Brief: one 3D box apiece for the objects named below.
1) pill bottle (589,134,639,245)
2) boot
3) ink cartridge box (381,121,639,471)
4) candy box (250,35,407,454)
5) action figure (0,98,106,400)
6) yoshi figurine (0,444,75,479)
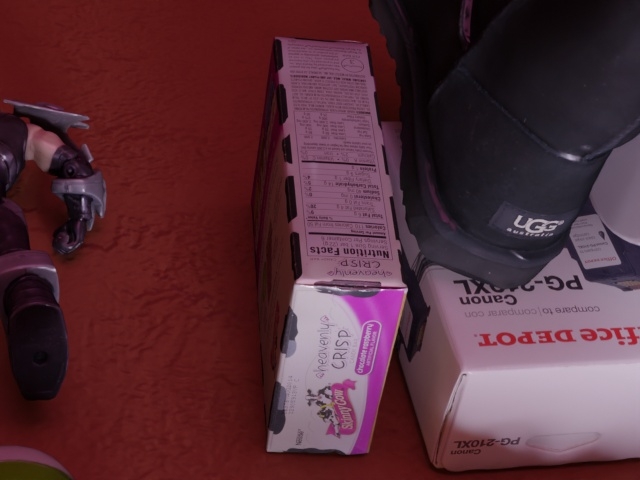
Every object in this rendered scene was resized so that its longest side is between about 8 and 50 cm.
[{"bbox_3d":[0.368,-0.044,1.051,0.363,0.210,0.210,12,40,-28],"label":"pill bottle"},{"bbox_3d":[0.179,-0.232,0.903,0.146,0.445,0.367,5,57,-21],"label":"boot"},{"bbox_3d":[0.136,0.030,1.067,0.172,0.100,0.237,-2,46,-14],"label":"ink cartridge box"},{"bbox_3d":[0.000,0.000,1.024,0.071,0.159,0.233,3,45,-8],"label":"candy box"},{"bbox_3d":[-0.231,-0.011,1.034,0.185,0.099,0.285,-6,43,-9],"label":"action figure"},{"bbox_3d":[-0.223,0.182,0.818,0.362,0.203,0.203,6,2,13],"label":"yoshi figurine"}]
